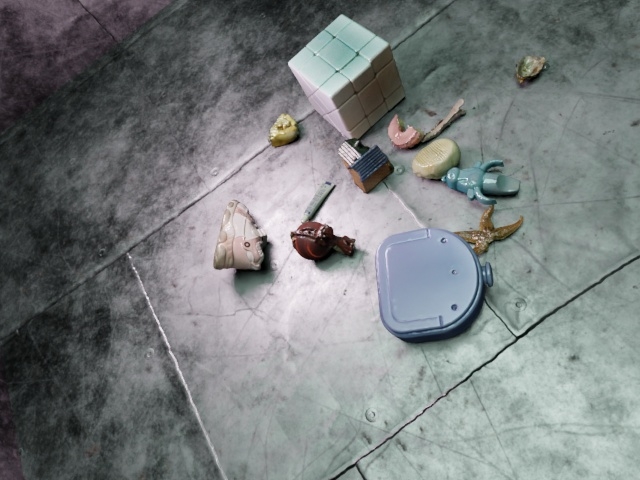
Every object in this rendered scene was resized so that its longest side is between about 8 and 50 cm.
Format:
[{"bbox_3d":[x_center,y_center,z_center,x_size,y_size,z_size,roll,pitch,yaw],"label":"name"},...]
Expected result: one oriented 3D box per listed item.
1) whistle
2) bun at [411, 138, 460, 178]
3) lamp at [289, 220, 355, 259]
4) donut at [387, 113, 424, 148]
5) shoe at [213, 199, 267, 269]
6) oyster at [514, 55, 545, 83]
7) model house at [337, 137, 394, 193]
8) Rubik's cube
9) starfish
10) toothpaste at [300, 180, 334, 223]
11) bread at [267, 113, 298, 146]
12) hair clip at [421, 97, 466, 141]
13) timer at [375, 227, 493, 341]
[{"bbox_3d":[0.580,-0.211,1.724,0.274,0.093,0.186,10,65,21],"label":"whistle"},{"bbox_3d":[0.446,-0.304,1.813,0.188,0.111,0.164,-37,41,4],"label":"bun"},{"bbox_3d":[-0.005,0.011,1.815,0.223,0.215,0.151,20,89,51],"label":"lamp"},{"bbox_3d":[0.337,-0.427,1.919,0.117,0.065,0.166,-57,49,22],"label":"donut"},{"bbox_3d":[-0.320,-0.006,1.946,0.198,0.172,0.351,14,46,-11],"label":"shoe"},{"bbox_3d":[0.817,-0.671,1.865,0.103,0.051,0.148,33,66,33],"label":"oyster"},{"bbox_3d":[0.169,-0.324,1.886,0.166,0.172,0.183,-42,59,0],"label":"model house"},{"bbox_3d":[0.116,-0.674,1.982,0.316,0.319,0.322,-43,58,-1],"label":"Rubik's cube"},{"bbox_3d":[0.582,-0.039,1.671,0.247,0.050,0.138,-32,58,-3],"label":"starfish"},{"bbox_3d":[-0.018,-0.158,1.961,0.062,0.037,0.216,23,72,28],"label":"toothpaste"},{"bbox_3d":[-0.155,-0.485,2.134,0.110,0.103,0.156,27,83,17],"label":"bread"},{"bbox_3d":[0.496,-0.467,1.900,0.226,0.072,0.034,-45,52,8],"label":"hair clip"},{"bbox_3d":[0.381,0.145,1.584,0.395,0.173,0.395,-10,63,20],"label":"timer"}]
